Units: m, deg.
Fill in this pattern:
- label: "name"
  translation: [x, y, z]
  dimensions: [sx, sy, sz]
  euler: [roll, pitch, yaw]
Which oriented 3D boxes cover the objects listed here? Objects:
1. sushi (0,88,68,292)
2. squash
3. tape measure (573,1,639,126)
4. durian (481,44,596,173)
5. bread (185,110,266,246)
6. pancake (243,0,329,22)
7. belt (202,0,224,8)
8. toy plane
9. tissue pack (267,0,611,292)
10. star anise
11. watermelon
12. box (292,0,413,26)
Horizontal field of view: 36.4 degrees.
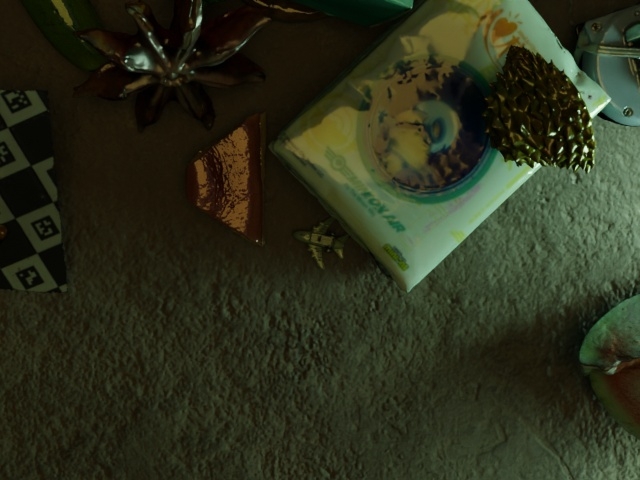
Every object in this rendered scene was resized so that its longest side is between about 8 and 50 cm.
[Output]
- label: "sushi"
  translation: [-0.487, -0.075, 1.304]
  dimensions: [0.292, 0.059, 0.294]
  euler: [2, 115, -5]
- label: "squash"
  translation: [-0.369, -0.349, 1.286]
  dimensions: [0.082, 0.082, 0.292]
  euler: [-29, 101, -3]
- label: "tape measure"
  translation: [0.461, -0.256, 1.402]
  dimensions: [0.182, 0.107, 0.181]
  euler: [-27, 94, -6]
- label: "durian"
  translation: [0.269, -0.142, 1.224]
  dimensions: [0.108, 0.119, 0.187]
  euler: [-33, 106, -6]
- label: "bread"
  translation: [-0.131, -0.086, 1.363]
  dimensions: [0.119, 0.067, 0.192]
  euler: [0, 100, -16]
- label: "pancake"
  translation: [-0.035, -0.424, 1.345]
  dimensions: [0.250, 0.031, 0.250]
  euler: [-2, 97, -12]
- label: "belt"
  translation: [-0.182, -0.366, 1.280]
  dimensions: [0.079, 0.121, 0.151]
  euler: [-24, 70, -5]
- label: "toy plane"
  translation: [0.001, 0.000, 1.412]
  dimensions: [0.083, 0.033, 0.080]
  euler: [14, 85, -9]
- label: "tissue pack"
  translation: [0.157, -0.163, 1.346]
  dimensions: [0.388, 0.162, 0.287]
  euler: [-43, 104, 0]
- label: "star anise"
  translation: [-0.195, -0.238, 1.264]
  dimensions: [0.288, 0.288, 0.088]
  euler: [-16, 60, -5]
- label: "watermelon"
  translation: [0.543, 0.213, 1.426]
  dimensions: [0.320, 0.213, 0.289]
  euler: [-15, 102, -17]
- label: "box"
  translation: [-0.021, -0.415, 1.226]
  dimensions: [0.311, 0.118, 0.205]
  euler: [13, 80, -28]
